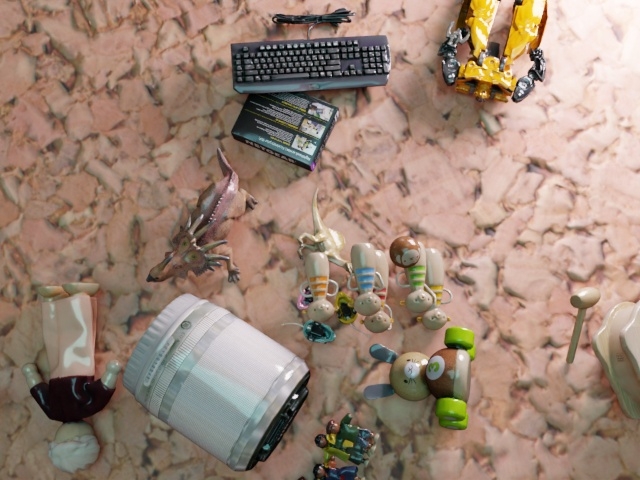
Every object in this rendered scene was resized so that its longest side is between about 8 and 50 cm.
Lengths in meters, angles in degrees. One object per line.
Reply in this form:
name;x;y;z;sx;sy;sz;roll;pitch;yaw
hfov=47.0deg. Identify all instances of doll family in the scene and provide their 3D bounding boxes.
doll family;0.025;0.400;1.309;0.111;0.076;0.193;18;82;2

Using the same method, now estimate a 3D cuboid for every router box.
router box;-0.070;-0.233;1.461;0.179;0.046;0.133;24;81;8

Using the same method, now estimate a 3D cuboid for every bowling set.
bowling set;0.113;0.082;1.290;0.287;0.200;0.154;-3;80;-7

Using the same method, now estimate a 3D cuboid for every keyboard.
keyboard;-0.021;-0.388;1.476;0.317;0.033;0.201;-4;66;-5

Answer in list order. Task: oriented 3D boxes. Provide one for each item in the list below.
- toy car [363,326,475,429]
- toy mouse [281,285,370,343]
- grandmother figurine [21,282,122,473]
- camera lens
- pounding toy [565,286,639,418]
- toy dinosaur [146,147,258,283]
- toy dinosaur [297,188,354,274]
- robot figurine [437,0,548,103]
toy car;0.173;0.239;1.310;0.188;0.149;0.155;5;66;16
toy mouse;-0.006;0.140;1.378;0.143;0.031;0.161;-20;69;-13
grandmother figurine;-0.453;0.253;1.357;0.208;0.104;0.342;-9;79;29
camera lens;-0.171;0.246;1.275;0.274;0.219;0.219;31;81;9
pounding toy;0.552;0.194;1.328;0.154;0.155;0.269;-23;87;-31
toy dinosaur;-0.197;-0.039;1.348;0.127;0.200;0.295;15;79;6
toy dinosaur;0.000;0.000;1.414;0.093;0.053;0.183;-24;78;-21
robot figurine;0.352;-0.400;1.456;0.211;0.085;0.291;16;79;7
